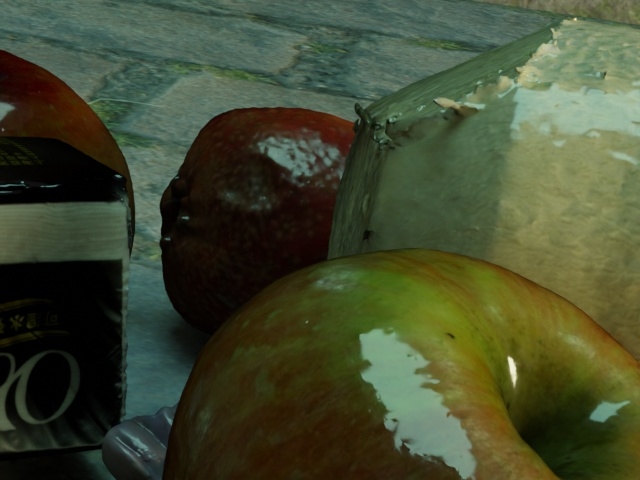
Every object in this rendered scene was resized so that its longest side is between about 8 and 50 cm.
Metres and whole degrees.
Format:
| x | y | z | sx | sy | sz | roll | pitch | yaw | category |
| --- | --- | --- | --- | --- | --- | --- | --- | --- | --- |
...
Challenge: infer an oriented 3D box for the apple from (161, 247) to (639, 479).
| x | y | z | sx | sy | sz | roll | pitch | yaw | category |
| --- | --- | --- | --- | --- | --- | --- | --- | --- | --- |
| 0.056 | 0.157 | 1.011 | 0.277 | 0.250 | 0.309 | 15 | 33 | -29 | apple |

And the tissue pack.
| x | y | z | sx | sy | sz | roll | pitch | yaw | category |
| --- | --- | --- | --- | --- | --- | --- | --- | --- | --- |
| -0.324 | 0.035 | 1.248 | 0.370 | 0.198 | 0.210 | -2 | 15 | -24 | tissue pack |

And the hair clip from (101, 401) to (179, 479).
| x | y | z | sx | sy | sz | roll | pitch | yaw | category |
| --- | --- | --- | --- | --- | --- | --- | --- | --- | --- |
| -0.045 | 0.143 | 1.260 | 0.173 | 0.069 | 0.300 | 11 | 18 | 10 | hair clip |

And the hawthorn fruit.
| x | y | z | sx | sy | sz | roll | pitch | yaw | category |
| --- | --- | --- | --- | --- | --- | --- | --- | --- | --- |
| 0.000 | 0.000 | 1.546 | 0.253 | 0.205 | 0.205 | 12 | 15 | -18 | hawthorn fruit |

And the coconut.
| x | y | z | sx | sy | sz | roll | pitch | yaw | category |
| --- | --- | --- | --- | --- | --- | --- | --- | --- | --- |
| 0.186 | 0.022 | 1.302 | 0.360 | 0.346 | 0.346 | 11 | 17 | -5 | coconut |

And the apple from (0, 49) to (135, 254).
| x | y | z | sx | sy | sz | roll | pitch | yaw | category |
| --- | --- | --- | --- | --- | --- | --- | --- | --- | --- |
| -0.276 | -0.069 | 1.556 | 0.251 | 0.163 | 0.293 | -19 | 48 | -35 | apple |
